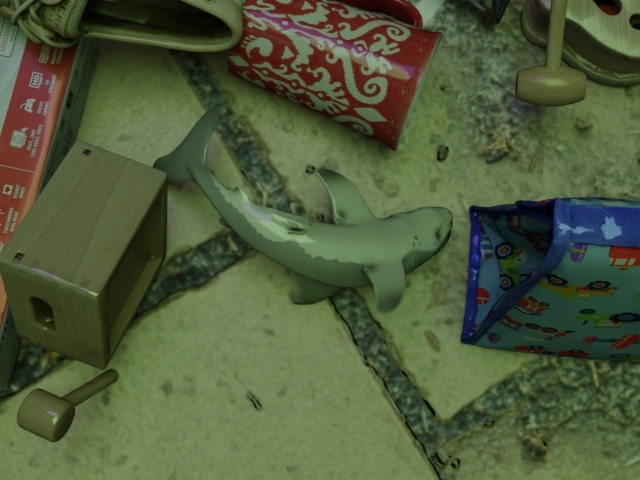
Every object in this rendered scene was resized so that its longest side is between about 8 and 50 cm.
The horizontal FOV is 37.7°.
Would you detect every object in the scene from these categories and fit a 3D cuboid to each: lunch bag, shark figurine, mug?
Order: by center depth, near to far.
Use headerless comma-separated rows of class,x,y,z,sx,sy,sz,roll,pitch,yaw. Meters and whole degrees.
lunch bag,0.253,0.022,0.740,0.220,0.293,0.138,5,81,-4
shark figurine,-0.024,0.005,0.825,0.278,0.116,0.166,19,47,-9
mug,0.014,-0.170,0.862,0.169,0.150,0.113,21,117,3

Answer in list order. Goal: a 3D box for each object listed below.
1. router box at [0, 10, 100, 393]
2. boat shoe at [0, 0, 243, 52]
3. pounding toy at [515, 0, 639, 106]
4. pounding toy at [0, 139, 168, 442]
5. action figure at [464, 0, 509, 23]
router box,-0.382,-0.062,0.810,0.301,0.082,0.336,12,80,-2
boat shoe,-0.208,-0.211,0.749,0.302,0.109,0.098,5,58,-19
pounding toy,0.276,-0.241,0.851,0.154,0.155,0.270,13,81,2
pounding toy,-0.210,0.057,0.770,0.094,0.181,0.206,21,56,4
action figure,0.060,-0.313,0.867,0.285,0.099,0.185,24,77,5
